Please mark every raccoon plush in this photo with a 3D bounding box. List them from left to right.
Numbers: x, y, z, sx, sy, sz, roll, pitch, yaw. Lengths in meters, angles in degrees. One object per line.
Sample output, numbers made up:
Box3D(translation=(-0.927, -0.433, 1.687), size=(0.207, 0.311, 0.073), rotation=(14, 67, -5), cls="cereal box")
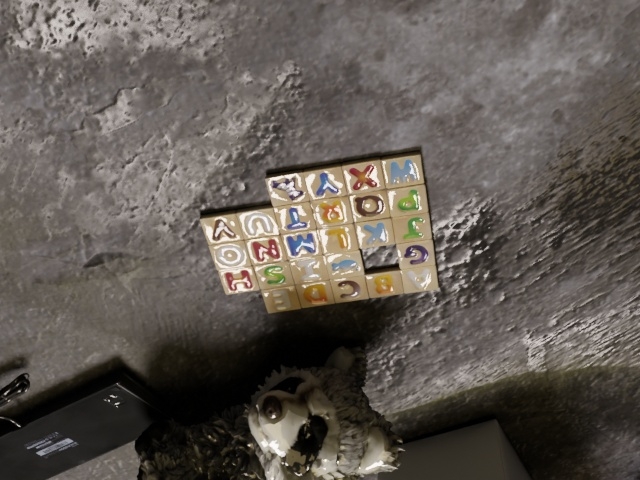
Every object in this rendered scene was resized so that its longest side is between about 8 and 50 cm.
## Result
Box3D(translation=(-0.043, 0.281, 1.288), size=(0.299, 0.216, 0.446), rotation=(-26, 165, -1), cls="raccoon plush")

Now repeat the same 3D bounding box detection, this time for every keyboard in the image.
Box3D(translation=(-0.361, 0.233, 1.277), size=(0.317, 0.033, 0.201), rotation=(-26, 135, 20), cls="keyboard")

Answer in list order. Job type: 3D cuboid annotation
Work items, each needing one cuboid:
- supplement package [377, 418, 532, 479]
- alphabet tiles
Box3D(translation=(0.212, 0.404, 1.361), size=(0.177, 0.175, 0.293), rotation=(-18, 132, 17), cls="supplement package")
Box3D(translation=(0.000, 0.000, 1.084), size=(0.237, 0.009, 0.198), rotation=(-9, 134, 5), cls="alphabet tiles")
